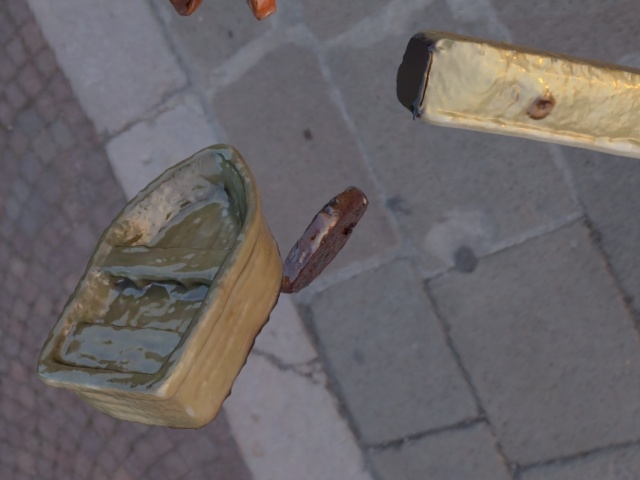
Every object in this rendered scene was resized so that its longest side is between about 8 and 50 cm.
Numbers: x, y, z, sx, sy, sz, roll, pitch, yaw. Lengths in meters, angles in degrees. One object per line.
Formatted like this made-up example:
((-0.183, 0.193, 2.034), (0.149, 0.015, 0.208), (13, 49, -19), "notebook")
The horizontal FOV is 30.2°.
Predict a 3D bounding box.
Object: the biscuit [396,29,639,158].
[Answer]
((0.139, -0.088, 0.729), (0.052, 0.187, 0.056), (-135, 54, -65), "biscuit")

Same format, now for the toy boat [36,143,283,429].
((-0.086, 0.027, 0.743), (0.116, 0.188, 0.061), (2, 143, 34), "toy boat")

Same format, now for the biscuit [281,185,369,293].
((0.000, 0.000, 1.677), (0.049, 0.192, 0.192), (37, 124, 12), "biscuit")

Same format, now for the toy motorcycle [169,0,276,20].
((-0.128, -0.117, 0.343), (0.325, 0.221, 0.148), (-25, 72, -2), "toy motorcycle")
